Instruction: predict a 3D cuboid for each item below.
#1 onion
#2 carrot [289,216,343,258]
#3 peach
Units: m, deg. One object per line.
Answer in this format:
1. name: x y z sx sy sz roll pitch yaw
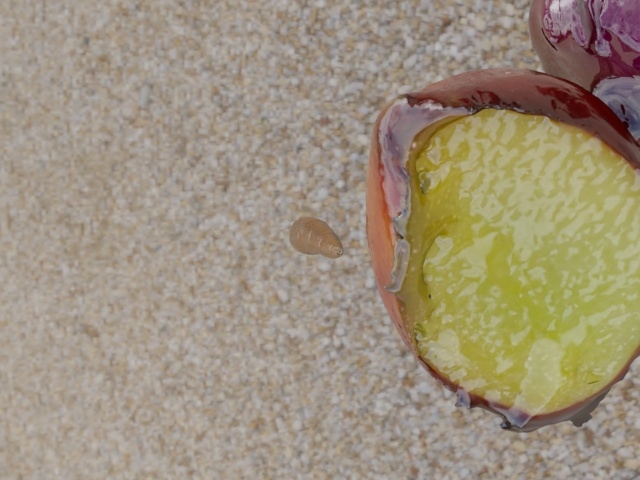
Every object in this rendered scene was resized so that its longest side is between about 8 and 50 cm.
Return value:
1. onion: 0.483 -0.243 1.404 0.398 0.398 0.420 10 84 46
2. carrot: 0.000 0.000 1.107 0.216 0.048 0.048 -158 67 -77
3. peach: 0.153 -0.021 0.828 0.258 0.361 0.201 -38 30 13
